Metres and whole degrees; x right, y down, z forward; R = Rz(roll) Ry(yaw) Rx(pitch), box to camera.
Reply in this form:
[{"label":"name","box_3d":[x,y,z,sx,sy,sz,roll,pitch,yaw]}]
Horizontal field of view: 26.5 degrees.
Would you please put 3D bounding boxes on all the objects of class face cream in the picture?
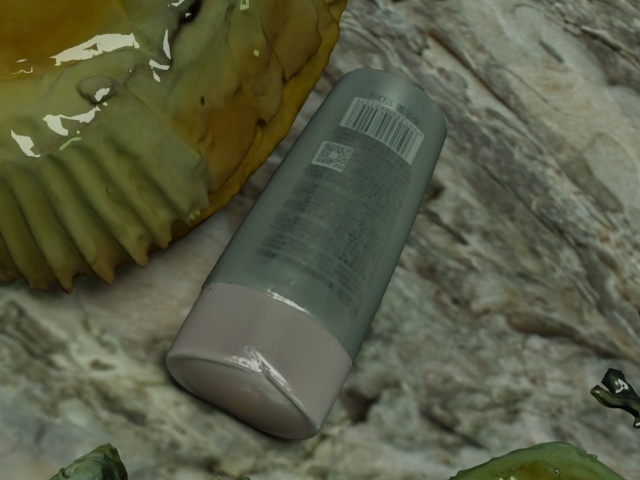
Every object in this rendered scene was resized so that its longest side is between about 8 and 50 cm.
[{"label":"face cream","box_3d":[0.000,0.000,0.899,0.107,0.073,0.269,25,54,3]}]

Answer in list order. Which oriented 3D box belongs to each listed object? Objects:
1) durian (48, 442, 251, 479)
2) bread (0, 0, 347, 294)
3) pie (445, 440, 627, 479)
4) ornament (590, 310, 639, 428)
[{"label":"durian","box_3d":[-0.102,0.200,0.674,0.172,0.166,0.306,43,15,-10]},{"label":"bread","box_3d":[-0.123,-0.137,0.899,0.236,0.183,0.388,28,59,19]},{"label":"pie","box_3d":[0.150,0.314,0.689,0.395,0.180,0.418,35,50,4]},{"label":"ornament","box_3d":[0.273,0.146,0.857,0.236,0.080,0.202,46,20,8]}]
